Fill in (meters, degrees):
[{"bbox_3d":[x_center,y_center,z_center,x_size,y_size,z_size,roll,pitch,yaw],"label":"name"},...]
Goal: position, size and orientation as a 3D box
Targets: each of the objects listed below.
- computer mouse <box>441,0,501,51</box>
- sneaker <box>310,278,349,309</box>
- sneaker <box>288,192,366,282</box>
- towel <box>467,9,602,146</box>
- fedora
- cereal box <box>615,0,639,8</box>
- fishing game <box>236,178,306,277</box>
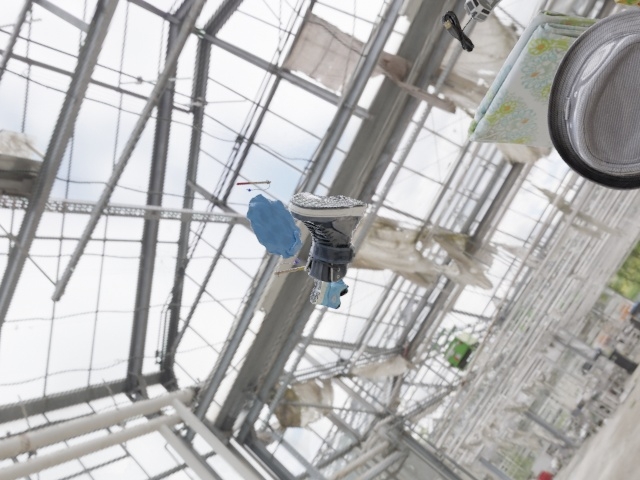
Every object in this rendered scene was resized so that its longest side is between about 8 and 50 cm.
[{"bbox_3d":[0.367,-0.538,1.227,0.193,0.106,0.042,-49,14,9],"label":"computer mouse"},{"bbox_3d":[0.027,0.096,1.191,0.063,0.073,0.162,-52,13,37],"label":"sneaker"},{"bbox_3d":[0.002,0.001,0.974,0.226,0.086,0.163,-1,-67,-60],"label":"sneaker"},{"bbox_3d":[0.585,-0.380,1.337,0.321,0.090,0.374,3,-35,-13],"label":"towel"},{"bbox_3d":[0.459,-0.207,0.792,0.124,0.244,0.275,-22,-53,-57],"label":"fedora"},{"bbox_3d":[0.749,-0.494,1.067,0.240,0.173,0.047,5,-84,-13],"label":"cereal box"},{"bbox_3d":[-0.121,-0.035,1.373,0.041,0.264,0.189,-31,-9,33],"label":"fishing game"}]
